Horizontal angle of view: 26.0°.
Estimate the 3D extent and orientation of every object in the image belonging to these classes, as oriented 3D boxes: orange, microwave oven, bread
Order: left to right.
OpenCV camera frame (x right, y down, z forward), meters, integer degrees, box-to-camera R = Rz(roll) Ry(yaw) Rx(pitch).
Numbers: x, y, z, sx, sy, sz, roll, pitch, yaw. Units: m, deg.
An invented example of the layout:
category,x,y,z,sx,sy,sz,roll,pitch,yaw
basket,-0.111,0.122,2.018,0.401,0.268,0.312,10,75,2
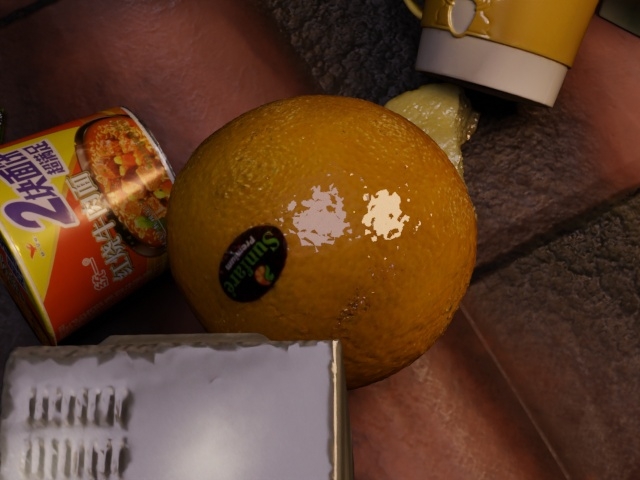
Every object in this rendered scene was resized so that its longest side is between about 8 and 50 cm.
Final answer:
category,x,y,z,sx,sy,sz,roll,pitch,yaw
microwave oven,-0.090,0.273,1.078,0.236,0.432,0.374,0,69,2
orange,0.000,0.000,1.227,0.274,0.274,0.274,-1,70,2
bread,0.096,-0.081,1.388,0.125,0.086,0.156,1,68,8

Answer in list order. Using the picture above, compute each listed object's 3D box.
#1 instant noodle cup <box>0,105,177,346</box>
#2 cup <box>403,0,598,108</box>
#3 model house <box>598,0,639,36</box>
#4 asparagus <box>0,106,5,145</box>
category,x,y,z,sx,sy,sz,roll,pitch,yaw
instant noodle cup,-0.230,-0.022,1.326,0.174,0.213,0.213,-28,71,-18
cup,0.171,-0.263,1.392,0.241,0.185,0.226,18,95,35
model house,0.362,-0.288,1.418,0.100,0.149,0.127,29,75,16
asparagus,-0.346,-0.034,1.423,0.022,0.023,0.232,-20,61,43
